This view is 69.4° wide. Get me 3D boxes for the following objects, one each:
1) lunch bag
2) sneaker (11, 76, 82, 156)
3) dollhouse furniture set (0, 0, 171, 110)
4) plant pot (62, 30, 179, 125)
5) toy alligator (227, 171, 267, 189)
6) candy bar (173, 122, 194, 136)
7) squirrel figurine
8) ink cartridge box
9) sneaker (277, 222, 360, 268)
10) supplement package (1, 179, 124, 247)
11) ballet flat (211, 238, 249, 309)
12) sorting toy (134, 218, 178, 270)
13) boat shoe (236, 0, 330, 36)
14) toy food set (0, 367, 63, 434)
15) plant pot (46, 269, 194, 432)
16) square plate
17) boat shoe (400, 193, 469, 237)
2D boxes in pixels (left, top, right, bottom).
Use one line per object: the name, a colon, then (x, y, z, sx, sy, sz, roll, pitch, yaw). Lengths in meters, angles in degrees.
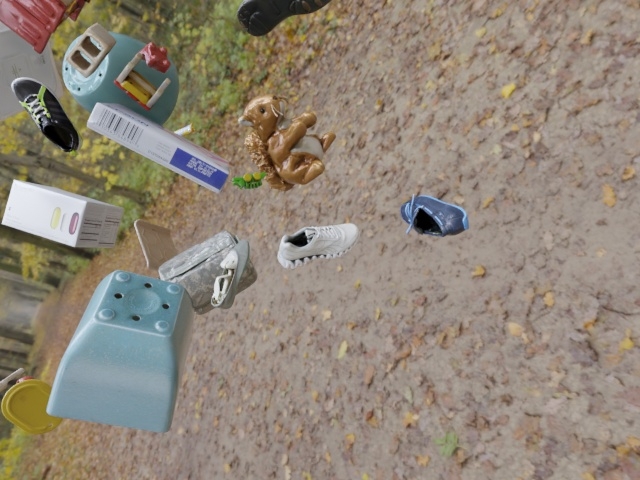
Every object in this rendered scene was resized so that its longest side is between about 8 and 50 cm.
lunch bag: (-0.398, 0.104, 1.625, 0.305, 0.256, 0.213, -30, 70, -8)
sneaker: (-0.737, -0.337, 1.259, 0.084, 0.235, 0.097, -35, 28, -1)
dollhouse furniture set: (-0.548, -0.493, 1.134, 0.152, 0.374, 0.201, -29, 34, 32)
plant pot: (-0.626, -0.496, 1.417, 0.292, 0.235, 0.294, -1, 86, 21)
toy alligator: (-0.274, -0.206, 1.660, 0.056, 0.189, 0.052, -24, 82, 59)
candy bar: (-0.557, -0.418, 1.809, 0.161, 0.018, 0.040, -15, 75, 22)
squirrel figurine: (-0.190, -0.407, 1.929, 0.396, 0.370, 0.281, -29, 30, 44)
ink cartridge box: (-0.393, -0.249, 1.197, 0.072, 0.323, 0.330, -60, 19, 9)
sneaker: (0.000, 0.000, 1.516, 0.118, 0.291, 0.110, 92, 154, -50)
supplement package: (-0.819, -0.081, 1.488, 0.204, 0.261, 0.145, 13, -88, -82)
ballet flat: (-0.261, 0.095, 1.328, 0.072, 0.068, 0.214, 19, 93, 45)
sorting toy: (-0.632, 0.032, 1.799, 0.038, 0.193, 0.208, -29, 68, 16)
boat shoe: (-0.078, -0.654, 1.205, 0.323, 0.123, 0.120, -9, 45, 31)
toy food set: (-0.848, 0.463, 1.346, 0.128, 0.218, 0.071, -46, 28, -24)
plant pot: (-0.393, 0.211, 0.974, 0.248, 0.246, 0.252, -94, 25, -52)
square plate: (-1.041, -0.583, 1.559, 0.344, 0.049, 0.348, -47, -22, -42)
boat shoe: (0.271, -0.065, 1.201, 0.109, 0.088, 0.258, 69, 163, -11)
